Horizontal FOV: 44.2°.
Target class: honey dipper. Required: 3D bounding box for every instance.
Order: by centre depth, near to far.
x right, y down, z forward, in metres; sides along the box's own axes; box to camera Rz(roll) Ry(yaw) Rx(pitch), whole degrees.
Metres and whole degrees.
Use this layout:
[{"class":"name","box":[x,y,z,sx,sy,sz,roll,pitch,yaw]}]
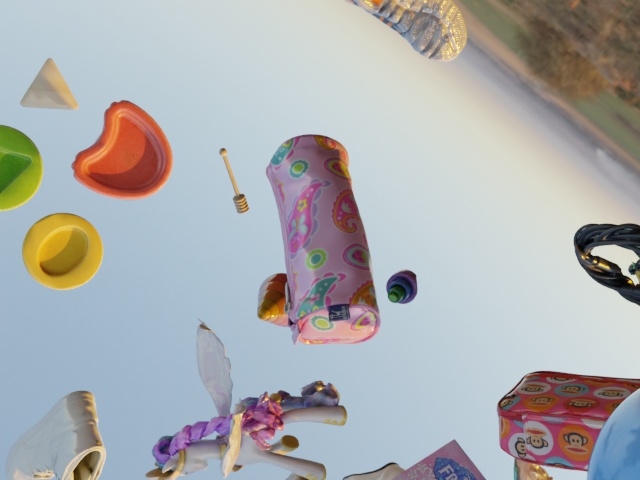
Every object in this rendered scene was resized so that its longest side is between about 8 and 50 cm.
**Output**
[{"class":"honey dipper","box":[-0.194,-0.132,1.741,0.030,0.030,0.161,-115,8,-56]}]

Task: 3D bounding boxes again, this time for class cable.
[{"class":"cable","box":[0.411,0.035,1.031,0.184,0.047,0.150,32,166,1]}]

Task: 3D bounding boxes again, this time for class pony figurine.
[{"class":"pony figurine","box":[-0.143,0.359,1.538,0.363,0.351,0.303,2,-144,-20]}]

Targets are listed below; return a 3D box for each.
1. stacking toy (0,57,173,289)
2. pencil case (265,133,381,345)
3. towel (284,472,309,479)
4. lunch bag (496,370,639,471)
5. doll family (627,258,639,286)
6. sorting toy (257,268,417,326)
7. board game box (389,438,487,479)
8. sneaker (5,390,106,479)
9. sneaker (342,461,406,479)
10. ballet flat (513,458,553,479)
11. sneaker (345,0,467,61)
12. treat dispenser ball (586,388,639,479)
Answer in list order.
[{"class":"stacking toy","box":[-0.412,-0.110,1.274,0.279,0.309,0.130,43,173,-14]},{"class":"pencil case","box":[0.000,0.000,1.027,0.124,0.124,0.284,25,-135,-44]},{"class":"towel","box":[-0.006,0.657,1.767,0.049,0.187,0.282,-20,-112,-31]},{"class":"lunch bag","box":[0.495,0.322,1.453,0.293,0.120,0.258,-1,-169,35]},{"class":"doll family","box":[0.680,0.038,1.597,0.111,0.193,0.076,-5,131,48]},{"class":"sorting toy","box":[0.014,0.123,1.608,0.126,0.365,0.127,-29,-71,-67]},{"class":"board game box","box":[0.149,0.480,1.058,0.319,0.317,0.066,50,159,34]},{"class":"sneaker","box":[-0.547,0.463,1.618,0.108,0.292,0.169,18,-148,-44]},{"class":"sneaker","box":[0.100,0.581,1.595,0.127,0.316,0.182,37,174,-31]},{"class":"ballet flat","box":[0.504,0.631,1.734,0.147,0.146,0.409,-107,4,-63]},{"class":"sneaker","box":[0.164,-0.501,1.659,0.321,0.125,0.180,29,-166,-33]},{"class":"treat dispenser ball","box":[0.449,0.288,0.880,0.288,0.288,0.288,37,-164,-12]}]
